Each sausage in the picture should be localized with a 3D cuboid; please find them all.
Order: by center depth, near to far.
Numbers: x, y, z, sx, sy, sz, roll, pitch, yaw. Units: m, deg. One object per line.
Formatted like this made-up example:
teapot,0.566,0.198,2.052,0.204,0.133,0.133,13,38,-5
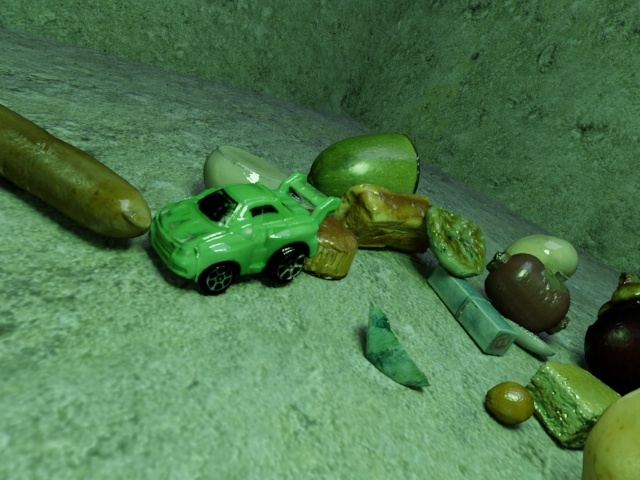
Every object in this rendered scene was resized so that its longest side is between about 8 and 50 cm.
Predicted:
sausage,-0.517,-0.139,0.798,0.500,0.123,0.136,30,-14,9

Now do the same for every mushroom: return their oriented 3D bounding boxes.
mushroom,0.751,0.093,1.454,0.245,0.246,0.203,19,66,-13

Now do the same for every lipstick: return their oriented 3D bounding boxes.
lipstick,0.378,0.164,1.080,0.077,0.076,0.290,14,26,-24

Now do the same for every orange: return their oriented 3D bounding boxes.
orange,0.351,0.300,0.780,0.084,0.085,0.085,20,24,-9

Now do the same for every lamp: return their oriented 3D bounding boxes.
lamp,0.561,0.139,1.153,0.258,0.180,0.180,51,30,11

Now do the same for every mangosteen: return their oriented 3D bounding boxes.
mangosteen,0.806,0.240,1.006,0.306,0.307,0.347,14,66,-22

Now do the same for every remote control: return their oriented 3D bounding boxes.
remote control,0.493,0.232,1.093,0.229,0.044,0.073,32,8,34

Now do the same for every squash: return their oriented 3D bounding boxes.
squash,0.112,-0.230,1.379,0.308,0.311,0.310,7,29,-29

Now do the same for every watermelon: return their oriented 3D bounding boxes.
watermelon,0.133,0.202,0.790,0.094,0.081,0.180,20,35,-52

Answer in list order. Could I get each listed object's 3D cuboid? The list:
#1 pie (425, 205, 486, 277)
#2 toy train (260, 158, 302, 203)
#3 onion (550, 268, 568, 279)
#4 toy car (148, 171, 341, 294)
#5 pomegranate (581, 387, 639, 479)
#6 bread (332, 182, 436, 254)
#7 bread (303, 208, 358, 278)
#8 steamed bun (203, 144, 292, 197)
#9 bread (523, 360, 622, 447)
pie,0.376,-0.003,1.166,0.240,0.054,0.241,21,50,-28
toy train,-0.148,-0.179,1.339,0.252,0.048,0.055,45,25,27
onion,0.656,0.141,1.306,0.177,0.154,0.177,12,16,-4
toy car,-0.148,-0.033,0.855,0.358,0.177,0.213,-7,37,-42
pomegranate,0.522,0.342,0.470,0.410,0.412,0.412,20,24,-9
bread,0.208,-0.063,1.255,0.343,0.195,0.149,7,49,-34
bread,-0.001,0.000,1.031,0.199,0.104,0.199,20,23,-9
steamed bun,-0.193,-0.134,1.074,0.231,0.145,0.232,28,15,-8
bread,0.517,0.328,0.841,0.196,0.102,0.138,13,29,-31
